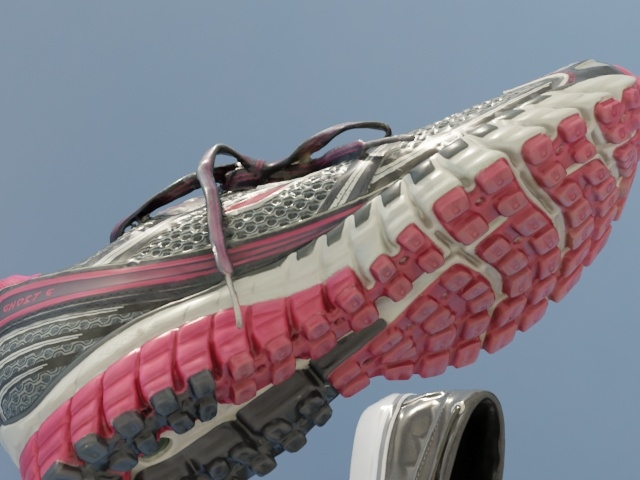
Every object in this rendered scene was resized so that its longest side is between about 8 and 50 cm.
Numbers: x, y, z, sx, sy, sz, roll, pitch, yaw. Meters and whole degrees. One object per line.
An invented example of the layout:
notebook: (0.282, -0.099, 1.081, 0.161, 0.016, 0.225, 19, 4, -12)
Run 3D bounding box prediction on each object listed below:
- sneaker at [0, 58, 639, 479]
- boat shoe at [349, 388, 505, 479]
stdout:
sneaker: (0.000, 0.000, 0.670, 0.299, 0.121, 0.112, -27, -125, -10)
boat shoe: (0.058, 0.169, 0.753, 0.080, 0.076, 0.228, 43, -139, -39)
